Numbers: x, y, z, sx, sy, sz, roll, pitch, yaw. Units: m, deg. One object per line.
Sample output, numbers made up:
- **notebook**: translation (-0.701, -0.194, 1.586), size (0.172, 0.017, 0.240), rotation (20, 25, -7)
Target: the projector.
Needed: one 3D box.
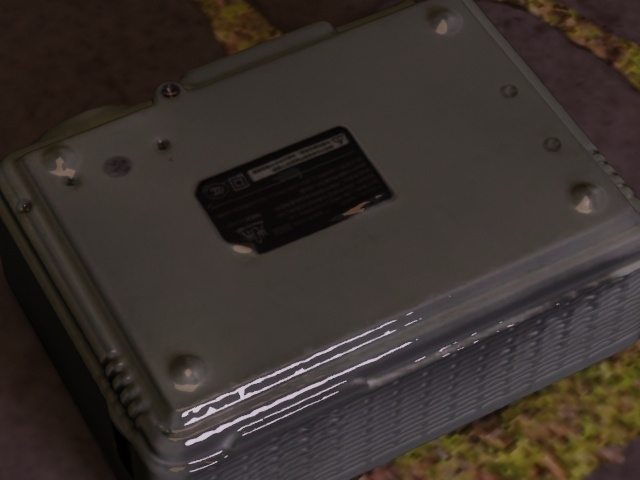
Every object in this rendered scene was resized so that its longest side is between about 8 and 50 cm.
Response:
- **projector**: translation (0.000, 0.000, 0.860), size (0.257, 0.099, 0.192), rotation (-23, 55, -17)
